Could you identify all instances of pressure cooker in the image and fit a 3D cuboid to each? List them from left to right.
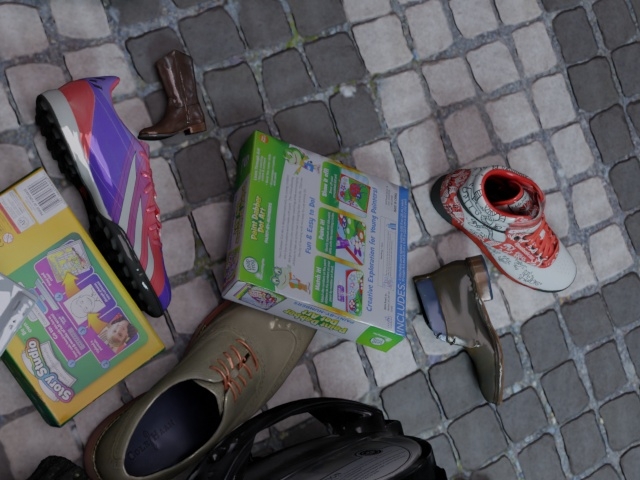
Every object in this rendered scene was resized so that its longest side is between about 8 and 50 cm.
[{"bbox_3d":[-0.008,0.403,1.469,0.375,0.370,0.420,-13,92,-1],"label":"pressure cooker"}]

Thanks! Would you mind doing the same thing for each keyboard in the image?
[{"bbox_3d":[-0.422,0.152,1.406,0.072,0.014,0.256,33,80,-5],"label":"keyboard"}]

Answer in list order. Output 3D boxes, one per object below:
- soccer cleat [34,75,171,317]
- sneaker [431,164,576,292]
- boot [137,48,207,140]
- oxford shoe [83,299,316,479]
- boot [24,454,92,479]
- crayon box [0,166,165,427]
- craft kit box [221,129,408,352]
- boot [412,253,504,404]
[{"bbox_3d":[-0.247,-0.058,1.568,0.116,0.108,0.318,-26,92,-23],"label":"soccer cleat"},{"bbox_3d":[0.295,-0.013,1.781,0.270,0.145,0.090,36,71,-16],"label":"sneaker"},{"bbox_3d":[-0.207,-0.193,1.637,0.106,0.037,0.114,-14,93,-38],"label":"boot"},{"bbox_3d":[-0.120,0.182,1.572,0.140,0.146,0.397,48,67,-9],"label":"oxford shoe"},{"bbox_3d":[-0.371,0.312,1.384,0.260,0.131,0.348,-33,133,-35],"label":"boot"},{"bbox_3d":[-0.340,0.071,1.523,0.165,0.081,0.278,-36,99,-23],"label":"crayon box"},{"bbox_3d":[0.000,0.000,1.647,0.246,0.061,0.250,22,51,-23],"label":"craft kit box"},{"bbox_3d":[0.200,0.136,1.775,0.106,0.082,0.219,-10,93,-3],"label":"boot"}]
